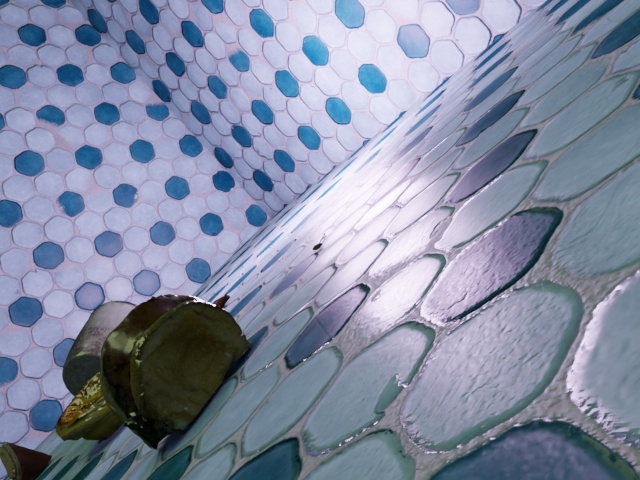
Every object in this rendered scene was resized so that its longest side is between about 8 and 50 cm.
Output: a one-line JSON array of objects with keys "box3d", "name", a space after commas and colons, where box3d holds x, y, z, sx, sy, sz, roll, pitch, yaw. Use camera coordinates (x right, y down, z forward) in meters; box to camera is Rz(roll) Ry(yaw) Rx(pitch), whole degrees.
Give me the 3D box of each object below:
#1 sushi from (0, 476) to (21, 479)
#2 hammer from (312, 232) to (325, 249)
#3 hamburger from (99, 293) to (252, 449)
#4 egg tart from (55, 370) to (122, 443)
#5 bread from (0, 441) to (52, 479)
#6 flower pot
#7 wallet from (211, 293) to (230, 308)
[{"box3d": [-0.761, 0.645, 1.448, 0.332, 0.124, 0.130, -34, 22, 44], "name": "sushi"}, {"box3d": [0.000, 0.000, 1.558, 0.029, 0.014, 0.123, -31, 9, 16], "name": "hammer"}, {"box3d": [-0.272, 0.208, 1.073, 0.132, 0.211, 0.309, -30, 12, 39], "name": "hamburger"}, {"box3d": [-0.568, 0.429, 1.601, 0.290, 0.115, 0.290, -36, 19, 14], "name": "egg tart"}, {"box3d": [-1.001, 0.764, 2.043, 0.067, 0.192, 0.119, -35, 46, 16], "name": "bread"}, {"box3d": [-0.784, 0.425, 2.233, 0.293, 0.293, 0.330, -41, 15, 15], "name": "flower pot"}, {"box3d": [-0.361, 0.233, 2.056, 0.095, 0.026, 0.176, -53, 11, -28], "name": "wallet"}]
